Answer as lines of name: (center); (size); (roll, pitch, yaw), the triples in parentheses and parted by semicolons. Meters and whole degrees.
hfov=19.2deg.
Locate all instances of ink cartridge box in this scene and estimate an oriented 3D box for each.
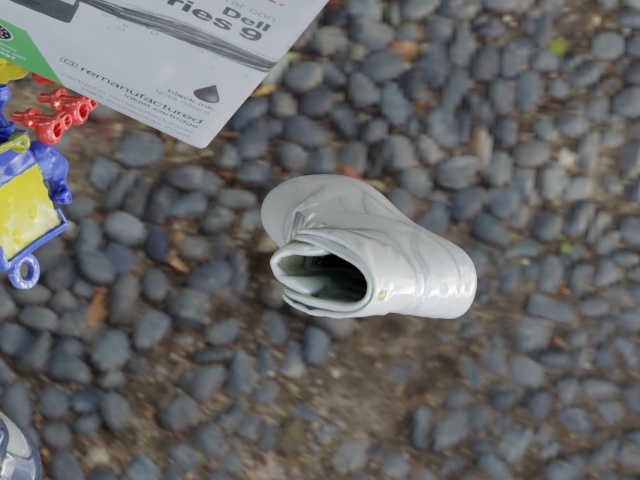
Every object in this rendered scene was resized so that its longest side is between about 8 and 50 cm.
ink cartridge box: (-0.106, -0.184, 1.100); (0.211, 0.289, 0.121); (25, 70, -10)

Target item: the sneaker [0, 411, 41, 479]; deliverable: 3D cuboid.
sneaker: (-0.337, 0.151, 1.577); (0.319, 0.131, 0.112); (33, 62, -38)

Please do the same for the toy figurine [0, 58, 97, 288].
toy figurine: (-0.312, -0.035, 1.883); (0.362, 0.191, 0.217); (-44, 133, -51)

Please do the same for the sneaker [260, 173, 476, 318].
sneaker: (0.000, 0.000, 1.912); (0.169, 0.292, 0.108); (0, 107, -43)
